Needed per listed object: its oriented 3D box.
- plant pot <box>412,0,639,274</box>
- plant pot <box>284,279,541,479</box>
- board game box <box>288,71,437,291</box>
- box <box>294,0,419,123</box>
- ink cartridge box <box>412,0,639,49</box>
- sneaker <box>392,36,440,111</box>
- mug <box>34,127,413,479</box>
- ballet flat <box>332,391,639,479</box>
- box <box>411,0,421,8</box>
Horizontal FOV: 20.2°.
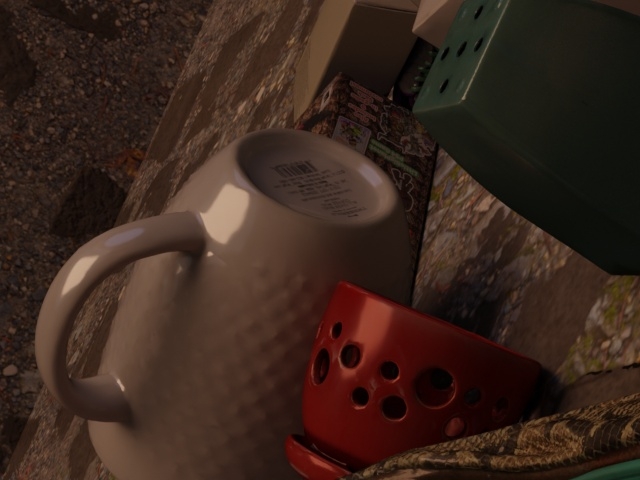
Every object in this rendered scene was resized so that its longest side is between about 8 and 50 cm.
[{"bbox_3d":[0.206,-0.097,1.426,0.165,0.234,0.166,-64,16,-9],"label":"plant pot"},{"bbox_3d":[0.069,0.144,1.532,0.174,0.191,0.191,-65,17,0],"label":"plant pot"},{"bbox_3d":[0.000,0.000,2.042,0.232,0.141,0.291,-46,23,43],"label":"board game box"},{"bbox_3d":[0.046,-0.235,2.136,0.275,0.094,0.113,119,156,-57],"label":"box"},{"bbox_3d":[0.215,-0.246,1.678,0.119,0.207,0.353,-37,29,50],"label":"ink cartridge box"},{"bbox_3d":[0.141,-0.204,2.086,0.223,0.083,0.098,128,154,-64],"label":"sneaker"},{"bbox_3d":[-0.093,0.074,1.700,0.276,0.374,0.328,52,132,42],"label":"mug"},{"bbox_3d":[0.163,0.186,1.252,0.483,0.164,0.182,-24,8,47],"label":"ballet flat"},{"bbox_3d":[0.191,-0.363,1.877,0.121,0.148,0.311,-28,26,49],"label":"box"}]
